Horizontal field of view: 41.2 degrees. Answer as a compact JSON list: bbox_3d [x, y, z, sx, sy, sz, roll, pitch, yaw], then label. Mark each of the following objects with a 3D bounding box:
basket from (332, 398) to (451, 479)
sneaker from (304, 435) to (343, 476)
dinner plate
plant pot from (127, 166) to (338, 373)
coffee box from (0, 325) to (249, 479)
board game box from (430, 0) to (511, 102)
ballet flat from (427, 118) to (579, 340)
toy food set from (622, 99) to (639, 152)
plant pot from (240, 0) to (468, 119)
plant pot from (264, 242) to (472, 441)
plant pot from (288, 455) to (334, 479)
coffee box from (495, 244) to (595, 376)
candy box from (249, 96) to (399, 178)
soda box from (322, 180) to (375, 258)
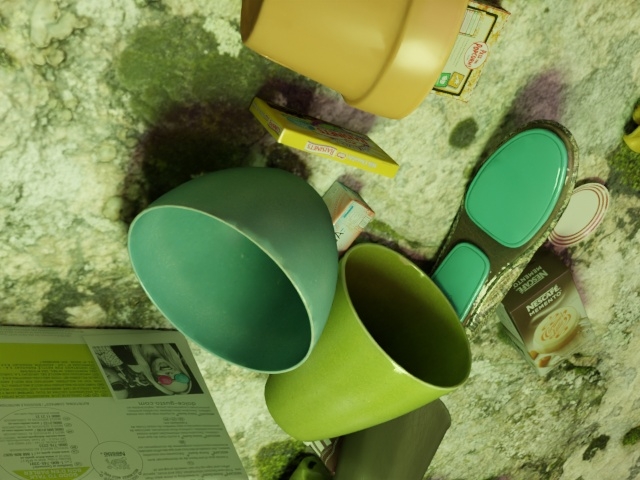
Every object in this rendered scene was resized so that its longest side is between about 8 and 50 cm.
[{"bbox_3d":[0.114,0.373,1.492,0.204,0.227,0.154,40,139,-16],"label":"basket"},{"bbox_3d":[0.096,0.436,1.645,0.281,0.162,0.106,19,113,-38],"label":"sneaker"},{"bbox_3d":[0.479,-0.050,1.593,0.141,0.017,0.141,-15,130,-18],"label":"dinner plate"},{"bbox_3d":[-0.089,0.012,1.173,0.195,0.290,0.290,-52,146,-39],"label":"plant pot"},{"bbox_3d":[-0.352,0.355,1.211,0.338,0.334,0.338,7,120,-33],"label":"coffee box"},{"bbox_3d":[0.160,-0.286,1.212,0.193,0.045,0.147,7,120,-33],"label":"board game box"},{"bbox_3d":[0.307,-0.007,1.458,0.182,0.164,0.483,-15,140,-48],"label":"ballet flat"},{"bbox_3d":[0.632,-0.224,1.521,0.217,0.071,0.128,-7,151,-23],"label":"toy food set"},{"bbox_3d":[0.027,-0.302,0.988,0.203,0.291,0.291,10,120,-15],"label":"plant pot"},{"bbox_3d":[0.048,0.200,1.400,0.274,0.275,0.293,19,130,-38],"label":"plant pot"},{"bbox_3d":[-0.010,0.570,1.647,0.276,0.276,0.254,18,102,-38],"label":"plant pot"},{"bbox_3d":[0.425,0.137,1.647,0.141,0.098,0.246,-37,134,0],"label":"coffee box"},{"bbox_3d":[0.008,-0.143,1.193,0.205,0.105,0.027,13,117,-36],"label":"candy box"},{"bbox_3d":[0.000,0.000,1.327,0.058,0.063,0.183,29,106,-40],"label":"soda box"}]
